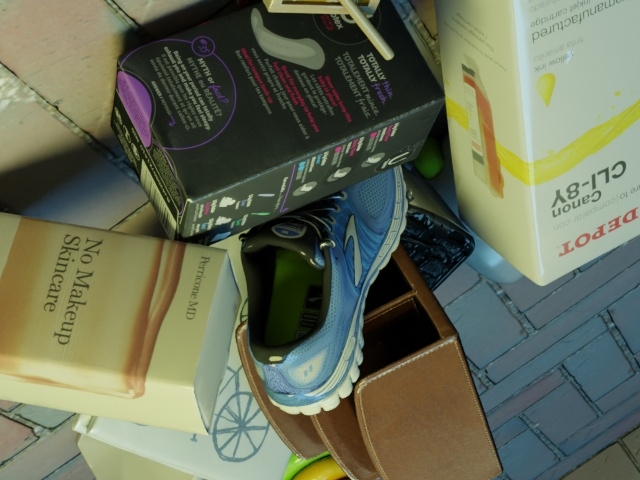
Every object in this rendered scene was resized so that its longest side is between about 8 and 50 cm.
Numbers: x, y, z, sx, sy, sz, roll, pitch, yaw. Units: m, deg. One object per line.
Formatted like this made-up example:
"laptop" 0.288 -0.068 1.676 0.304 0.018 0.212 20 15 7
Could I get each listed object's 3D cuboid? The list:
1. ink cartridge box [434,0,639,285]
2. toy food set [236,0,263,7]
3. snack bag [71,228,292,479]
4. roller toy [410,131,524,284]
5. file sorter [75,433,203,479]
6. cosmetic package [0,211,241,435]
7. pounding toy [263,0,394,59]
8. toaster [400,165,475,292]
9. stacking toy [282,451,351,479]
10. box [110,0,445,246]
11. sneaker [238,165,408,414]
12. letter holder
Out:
"ink cartridge box" 0.282 -0.184 1.840 0.279 0.160 0.385 -26 132 -18
"toy food set" -0.033 -0.250 1.670 0.122 0.019 0.078 -25 155 1
"snack bag" -0.096 0.098 1.969 0.323 0.037 0.342 28 83 -47
"roller toy" 0.217 -0.058 2.110 0.146 0.191 0.209 -42 154 18
"file sorter" -0.157 0.229 2.198 0.173 0.193 0.278 -18 152 -35
"cosmetic package" -0.238 0.073 1.678 0.296 0.153 0.129 8 155 7
"pounding toy" 0.015 -0.247 1.589 0.130 0.100 0.141 -2 138 -28
"toaster" 0.064 0.002 1.958 0.186 0.110 0.168 -47 141 17
"stacking toy" -0.010 0.297 2.325 0.141 0.330 0.141 -27 155 -13
"box" -0.045 -0.124 1.684 0.270 0.165 0.143 -23 164 -17
"sneaker" 0.000 0.000 1.771 0.129 0.330 0.147 1 154 20
"letter holder" 0.052 0.177 1.930 0.214 0.152 0.302 -28 142 -4
